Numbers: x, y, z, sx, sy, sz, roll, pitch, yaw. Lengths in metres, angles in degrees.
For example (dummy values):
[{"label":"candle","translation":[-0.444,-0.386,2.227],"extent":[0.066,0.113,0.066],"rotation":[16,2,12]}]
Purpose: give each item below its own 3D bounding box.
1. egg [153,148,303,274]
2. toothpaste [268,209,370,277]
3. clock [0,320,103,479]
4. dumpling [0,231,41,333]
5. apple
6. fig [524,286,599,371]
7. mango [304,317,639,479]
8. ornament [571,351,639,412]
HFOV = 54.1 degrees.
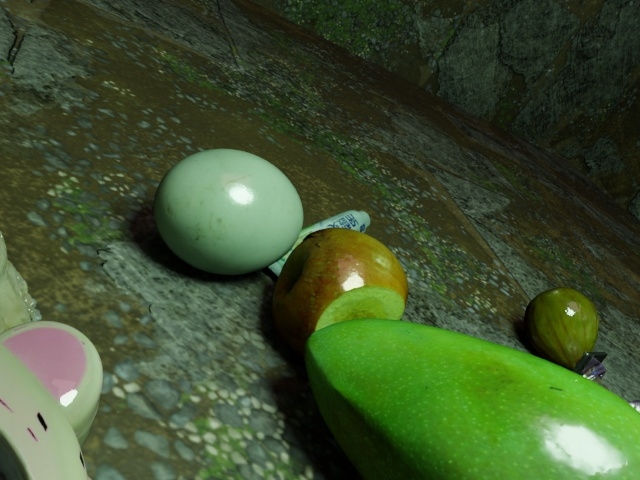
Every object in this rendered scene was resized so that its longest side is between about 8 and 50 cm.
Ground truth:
[{"label":"egg","translation":[-0.106,-0.033,0.752],"extent":[0.192,0.149,0.149],"rotation":[13,30,-44]},{"label":"toothpaste","translation":[0.000,0.000,0.945],"extent":[0.074,0.048,0.296],"rotation":[42,30,13]},{"label":"clock","translation":[-0.227,0.153,0.264],"extent":[0.283,0.114,0.310],"rotation":[10,39,-20]},{"label":"dumpling","translation":[-0.299,0.032,0.497],"extent":[0.166,0.086,0.332],"rotation":[5,40,-39]},{"label":"apple","translation":[0.028,0.066,0.735],"extent":[0.147,0.146,0.163],"rotation":[29,23,-18]},{"label":"fig","translation":[0.426,0.193,1.041],"extent":[0.124,0.124,0.237],"rotation":[-5,68,-53]},{"label":"mango","translation":[0.147,0.188,0.572],"extent":[0.381,0.201,0.225],"rotation":[28,24,19]},{"label":"ornament","translation":[0.364,0.229,0.722],"extent":[0.088,0.081,0.203],"rotation":[8,35,-51]}]
